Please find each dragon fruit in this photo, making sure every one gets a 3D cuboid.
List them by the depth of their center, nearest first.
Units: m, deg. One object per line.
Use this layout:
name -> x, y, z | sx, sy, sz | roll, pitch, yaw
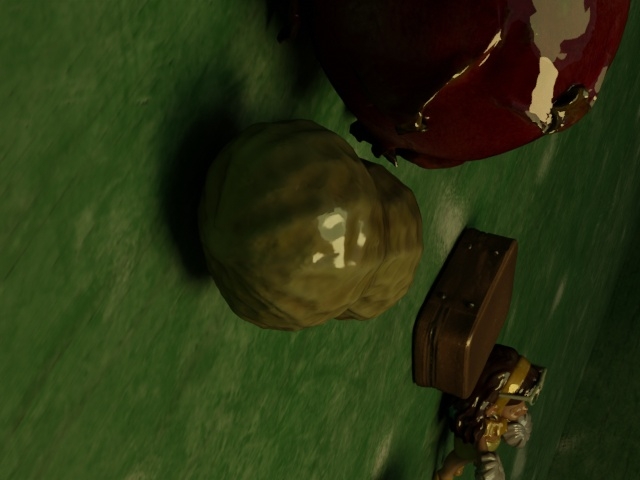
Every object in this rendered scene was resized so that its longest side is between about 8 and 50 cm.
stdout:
dragon fruit -> 0.095, -0.173, 0.825 | 0.250, 0.250, 0.315 | -43, 158, -57

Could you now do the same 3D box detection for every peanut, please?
peanut -> 0.000, 0.000, 0.863 | 0.136, 0.120, 0.298 | -51, 163, 7

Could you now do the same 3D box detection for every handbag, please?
handbag -> 0.176, 0.091, 1.508 | 0.151, 0.072, 0.193 | 86, 25, -45

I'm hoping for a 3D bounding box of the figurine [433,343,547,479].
figurine -> 0.225, 0.248, 1.706 | 0.175, 0.115, 0.240 | -44, 151, -52
